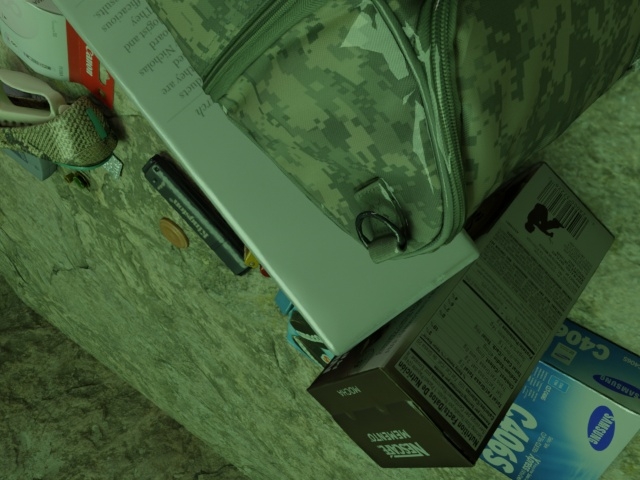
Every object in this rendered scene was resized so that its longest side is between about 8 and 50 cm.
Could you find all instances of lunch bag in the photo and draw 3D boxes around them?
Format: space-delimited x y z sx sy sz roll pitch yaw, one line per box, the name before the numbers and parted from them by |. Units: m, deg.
lunch bag | 0.077 -0.161 0.434 0.256 0.305 0.213 57 149 -12

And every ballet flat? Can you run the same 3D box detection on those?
ballet flat | -0.616 -0.254 1.279 0.483 0.164 0.181 9 133 24

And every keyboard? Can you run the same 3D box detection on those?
keyboard | -0.516 -0.232 1.372 0.256 0.014 0.072 44 151 0

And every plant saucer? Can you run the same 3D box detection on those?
plant saucer | -0.322 -0.013 1.415 0.084 0.013 0.083 32 149 22

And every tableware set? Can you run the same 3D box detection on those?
tableware set | -0.590 -0.173 1.533 0.104 0.024 0.154 42 152 3

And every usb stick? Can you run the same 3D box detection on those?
usb stick | -0.226 -0.045 1.222 0.278 0.045 0.077 49 152 -8

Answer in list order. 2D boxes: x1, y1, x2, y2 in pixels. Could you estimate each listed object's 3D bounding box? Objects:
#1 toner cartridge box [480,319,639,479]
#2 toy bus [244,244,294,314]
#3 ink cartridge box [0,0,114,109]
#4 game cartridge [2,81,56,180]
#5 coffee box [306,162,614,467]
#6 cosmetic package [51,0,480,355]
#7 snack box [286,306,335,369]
toner cartridge box | 0.321 0.247 0.890 0.165 0.075 0.347 28 147 24
toy bus | -0.010 0.000 0.931 0.191 0.202 0.104 43 126 18
ink cartridge box | -0.462 -0.340 1.123 0.232 0.066 0.189 46 152 4
game cartridge | -0.721 -0.274 1.536 0.196 0.060 0.294 40 151 14
coffee box | 0.143 0.076 0.659 0.119 0.297 0.168 46 151 -3
cosmetic package | -0.055 -0.138 0.628 0.453 0.162 0.230 52 -170 -5
snack box | 0.083 0.218 1.165 0.322 0.060 0.187 34 150 16
